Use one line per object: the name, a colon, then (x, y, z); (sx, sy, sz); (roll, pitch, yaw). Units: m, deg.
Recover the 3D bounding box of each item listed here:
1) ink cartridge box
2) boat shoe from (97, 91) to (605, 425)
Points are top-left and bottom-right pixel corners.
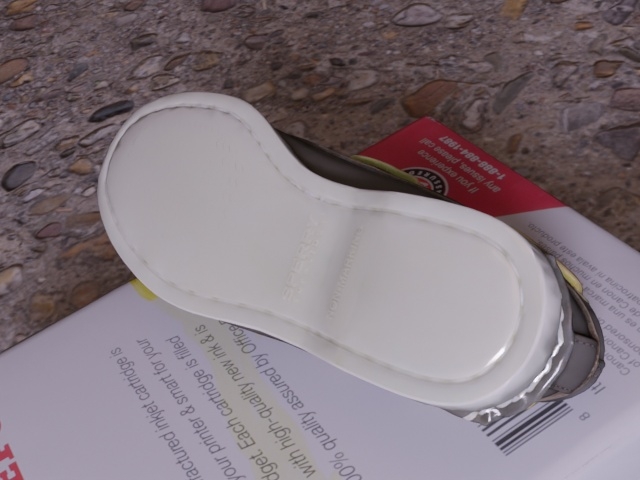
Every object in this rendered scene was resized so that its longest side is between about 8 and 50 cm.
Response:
ink cartridge box: (-0.004, 0.125, 0.551); (0.384, 0.160, 0.279); (-29, 42, -15)
boat shoe: (-0.002, 0.004, 0.494); (0.305, 0.091, 0.109); (25, 91, 41)
